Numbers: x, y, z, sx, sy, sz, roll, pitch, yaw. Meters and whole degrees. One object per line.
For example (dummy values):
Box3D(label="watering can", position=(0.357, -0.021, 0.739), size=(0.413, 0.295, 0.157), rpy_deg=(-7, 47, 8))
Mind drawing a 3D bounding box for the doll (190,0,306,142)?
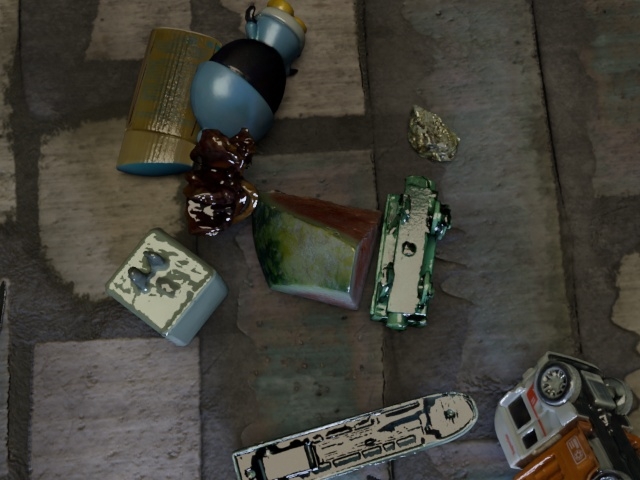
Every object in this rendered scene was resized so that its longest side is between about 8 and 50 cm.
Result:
Box3D(label="doll", position=(-0.133, -0.293, 1.469), size=(0.141, 0.177, 0.314), rpy_deg=(9, 61, 44))

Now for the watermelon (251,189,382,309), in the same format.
Box3D(label="watermelon", position=(0.000, 0.000, 1.388), size=(0.310, 0.232, 0.193), rpy_deg=(5, 75, 47))

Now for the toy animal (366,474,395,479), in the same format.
Box3D(label="toy animal", position=(0.114, 0.424, 1.355), size=(0.084, 0.028, 0.050), rpy_deg=(14, 76, 2))

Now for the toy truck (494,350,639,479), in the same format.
Box3D(label="toy truck", position=(0.403, 0.373, 1.217), size=(0.173, 0.207, 0.387), rpy_deg=(20, 37, -33))

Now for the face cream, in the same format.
Box3D(label="face cream", position=(-0.279, -0.251, 1.504), size=(0.139, 0.067, 0.285), rpy_deg=(11, 77, 2))

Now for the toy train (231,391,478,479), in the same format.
Box3D(label="toy train", position=(0.061, 0.334, 1.347), size=(0.407, 0.088, 0.086), rpy_deg=(-15, 79, -2))

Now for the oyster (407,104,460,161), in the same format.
Box3D(label="oyster", position=(0.209, -0.197, 1.495), size=(0.100, 0.037, 0.098), rpy_deg=(11, 78, 4))

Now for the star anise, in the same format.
Box3D(label="star anise", position=(-0.163, -0.100, 1.370), size=(0.126, 0.220, 0.190), rpy_deg=(7, 93, 1))

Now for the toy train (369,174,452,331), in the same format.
Box3D(label="toy train", position=(0.156, 0.028, 1.384), size=(0.115, 0.154, 0.269), rpy_deg=(8, 76, 4))

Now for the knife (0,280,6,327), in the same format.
Box3D(label="knife", position=(-0.581, 0.154, 1.445), size=(0.023, 0.010, 0.170), rpy_deg=(5, 75, 3))

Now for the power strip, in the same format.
Box3D(label="power strip", position=(-0.255, 0.075, 1.346), size=(0.140, 0.224, 0.139), rpy_deg=(37, 80, 9))
